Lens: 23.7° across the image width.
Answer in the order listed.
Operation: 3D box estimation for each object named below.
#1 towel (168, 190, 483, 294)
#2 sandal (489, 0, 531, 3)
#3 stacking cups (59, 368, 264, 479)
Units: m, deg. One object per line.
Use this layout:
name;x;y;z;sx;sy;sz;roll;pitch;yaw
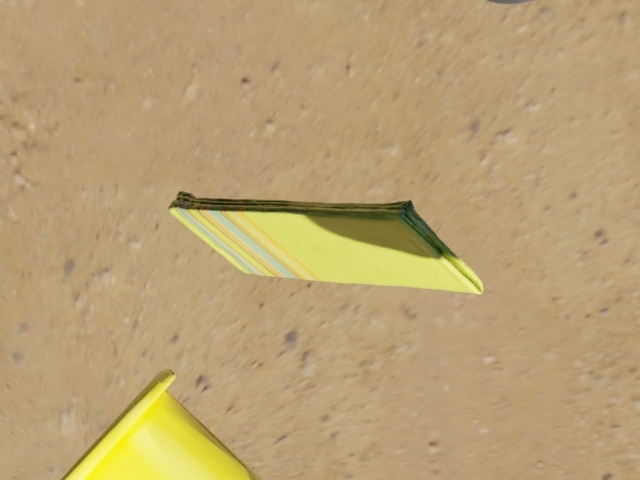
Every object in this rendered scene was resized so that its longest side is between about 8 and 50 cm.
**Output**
towel;0.000;0.000;1.087;0.102;0.237;0.021;41;65;-39
sandal;0.137;-0.266;1.297;0.097;0.254;0.054;-9;64;29
stacking cups;0.028;0.185;0.525;0.316;0.096;0.096;43;77;1
